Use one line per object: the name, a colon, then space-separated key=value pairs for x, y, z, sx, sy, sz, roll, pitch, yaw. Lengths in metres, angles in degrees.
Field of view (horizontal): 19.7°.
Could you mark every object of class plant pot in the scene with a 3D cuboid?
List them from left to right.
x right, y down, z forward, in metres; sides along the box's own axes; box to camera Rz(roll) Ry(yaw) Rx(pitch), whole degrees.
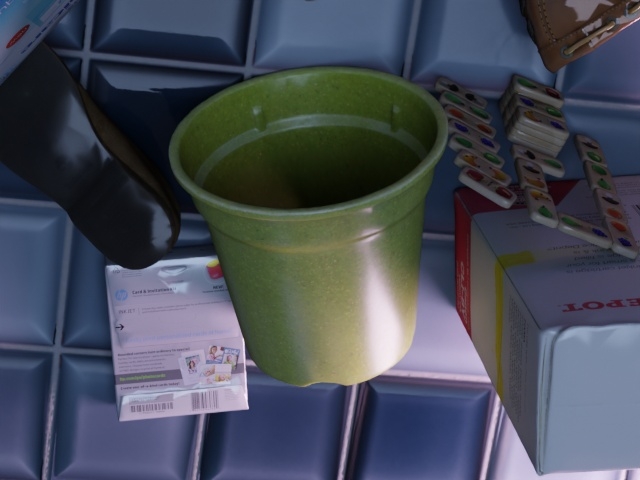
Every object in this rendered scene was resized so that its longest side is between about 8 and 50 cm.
plant pot: x=0.000 y=0.000 z=1.872 sx=0.276 sy=0.276 sz=0.253 roll=-10 pitch=124 yaw=-4

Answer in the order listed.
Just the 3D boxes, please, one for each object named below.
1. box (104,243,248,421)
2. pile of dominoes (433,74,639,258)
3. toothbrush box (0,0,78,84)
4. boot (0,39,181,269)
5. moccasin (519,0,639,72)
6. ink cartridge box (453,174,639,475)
box: x=-0.155 y=0.099 z=1.990 sx=0.145 sy=0.038 sz=0.186 roll=-6 pitch=113 yaw=-7
pile of dominoes: x=0.219 y=-0.091 z=1.852 sx=0.196 sy=0.251 sz=0.040 roll=20 pitch=118 yaw=-15
toothbrush box: x=-0.318 y=-0.238 z=1.668 sx=0.126 sy=0.295 sz=0.216 roll=43 pitch=89 yaw=0
boot: x=-0.253 y=-0.105 z=1.871 sx=0.112 sy=0.115 sz=0.305 roll=-38 pitch=94 yaw=16
moccasin: x=0.391 y=-0.273 z=1.851 sx=0.380 sy=0.139 sz=0.147 roll=-21 pitch=91 yaw=0
ink cartridge box: x=0.306 y=0.074 z=1.859 sx=0.279 sy=0.384 sz=0.160 roll=-3 pitch=112 yaw=-7
